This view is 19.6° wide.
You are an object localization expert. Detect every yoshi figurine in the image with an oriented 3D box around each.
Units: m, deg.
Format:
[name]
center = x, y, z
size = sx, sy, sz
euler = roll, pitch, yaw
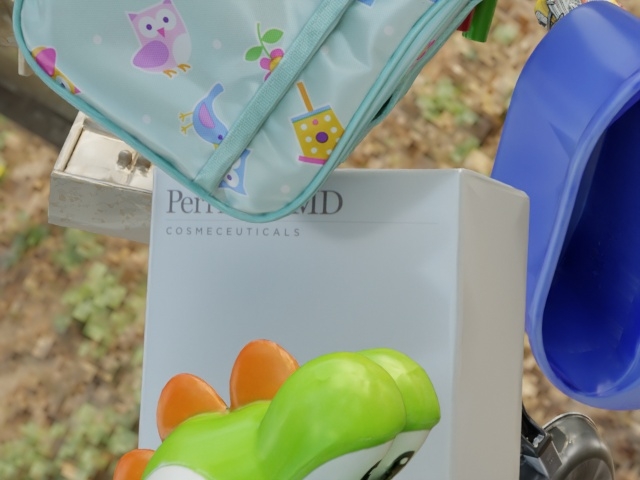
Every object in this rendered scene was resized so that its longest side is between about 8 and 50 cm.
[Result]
[yoshi figurine]
center = -0.047, 0.215, 0.839
size = 0.362, 0.203, 0.203
euler = -52, 14, 22

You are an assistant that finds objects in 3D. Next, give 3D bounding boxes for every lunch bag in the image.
[lunch bag]
center = -0.021, -0.162, 1.027
size = 0.279, 0.224, 0.108
euler = -53, -5, 22

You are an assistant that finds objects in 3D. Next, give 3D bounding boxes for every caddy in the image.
[caddy]
center = 0.268, -0.026, 1.438
size = 0.179, 0.241, 0.341
euler = -125, 39, -50

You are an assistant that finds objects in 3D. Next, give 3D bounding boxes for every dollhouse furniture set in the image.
[dollhouse furniture set]
center = -0.163, -0.228, 1.912
size = 0.256, 0.362, 0.394
euler = -77, -2, -50

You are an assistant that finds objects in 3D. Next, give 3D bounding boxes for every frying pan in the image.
[frying pan]
center = 0.228, 0.208, 1.785
size = 0.053, 0.326, 0.197
euler = 21, 36, 36

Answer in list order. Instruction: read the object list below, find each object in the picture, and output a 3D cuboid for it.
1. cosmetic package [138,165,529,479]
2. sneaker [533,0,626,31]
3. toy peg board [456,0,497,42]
[cosmetic package]
center = 0.007, 0.147, 1.164
size = 0.217, 0.156, 0.385
euler = -1, 87, 22
[sneaker]
center = 0.284, -0.241, 2.050
size = 0.088, 0.092, 0.225
euler = 115, 138, -69
[toy peg board]
center = 0.062, -0.208, 1.435
size = 0.161, 0.160, 0.079
euler = 23, 108, 29
